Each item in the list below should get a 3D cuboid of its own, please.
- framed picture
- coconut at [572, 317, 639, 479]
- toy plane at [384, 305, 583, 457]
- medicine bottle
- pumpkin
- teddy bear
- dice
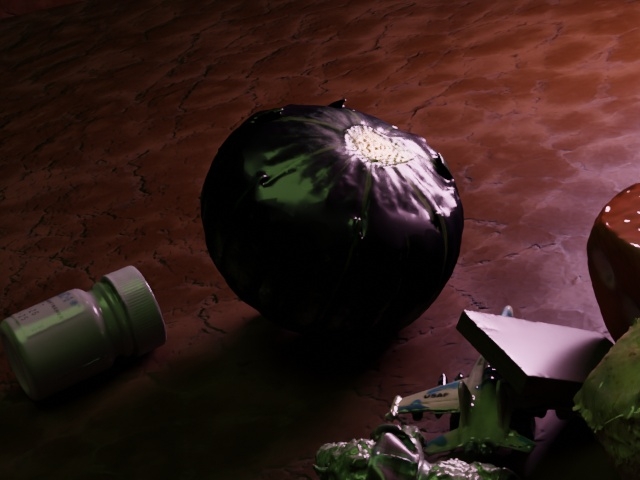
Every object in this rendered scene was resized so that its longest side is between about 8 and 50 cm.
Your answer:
[{"bbox_3d":[0.228,0.114,1.493,0.168,0.023,0.128,10,20,-29],"label":"framed picture"},{"bbox_3d":[0.319,0.145,1.326,0.194,0.194,0.194,-12,25,6],"label":"coconut"},{"bbox_3d":[0.170,0.139,1.532,0.192,0.088,0.262,-1,17,15],"label":"toy plane"},{"bbox_3d":[-0.271,0.106,1.804,0.168,0.105,0.105,-24,26,-19],"label":"medicine bottle"},{"bbox_3d":[0.000,0.000,1.747,0.296,0.296,0.296,-12,25,6],"label":"pumpkin"},{"bbox_3d":[0.067,0.211,1.372,0.213,0.111,0.133,1,54,27],"label":"teddy bear"},{"bbox_3d":[0.371,0.040,1.515,0.175,0.179,0.174,-25,27,-12],"label":"dice"}]
